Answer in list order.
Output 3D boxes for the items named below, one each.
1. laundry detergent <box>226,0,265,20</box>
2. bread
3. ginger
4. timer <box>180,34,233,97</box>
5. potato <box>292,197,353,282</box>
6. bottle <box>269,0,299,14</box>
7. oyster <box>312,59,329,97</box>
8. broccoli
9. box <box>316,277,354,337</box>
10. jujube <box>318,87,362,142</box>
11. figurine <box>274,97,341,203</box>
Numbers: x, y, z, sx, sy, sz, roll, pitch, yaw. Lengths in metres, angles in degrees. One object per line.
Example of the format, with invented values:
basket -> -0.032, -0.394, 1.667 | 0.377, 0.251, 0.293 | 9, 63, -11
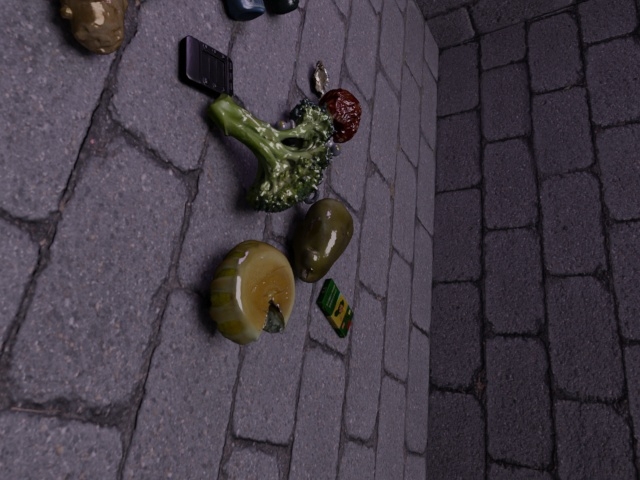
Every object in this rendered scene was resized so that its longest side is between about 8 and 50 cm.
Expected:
laundry detergent -> -0.287, -0.907, 1.590 | 0.143, 0.094, 0.289 | -28, 104, -50
bread -> -0.210, 0.149, 1.414 | 0.333, 0.160, 0.332 | 21, 65, -57
ginger -> -0.547, -0.608, 1.066 | 0.190, 0.126, 0.353 | -44, 122, -46
timer -> -0.349, -0.523, 1.440 | 0.187, 0.055, 0.144 | 11, 72, -53
potato -> 0.001, 0.003, 1.734 | 0.202, 0.218, 0.351 | 36, 52, -17
bottle -> -0.181, -1.016, 1.733 | 0.144, 0.144, 0.336 | -54, 130, -48
oyster -> -0.006, -0.701, 2.023 | 0.103, 0.051, 0.148 | 14, 87, -59
broccoli -> -0.179, -0.258, 1.489 | 0.397, 0.275, 0.353 | 9, 68, -31
box -> 0.065, 0.283, 1.946 | 0.235, 0.034, 0.132 | 58, 39, -33
jujube -> 0.075, -0.524, 1.966 | 0.213, 0.213, 0.232 | 59, 30, -33
figurine -> -0.058, -0.355, 1.753 | 0.261, 0.186, 0.381 | 26, 65, -29
